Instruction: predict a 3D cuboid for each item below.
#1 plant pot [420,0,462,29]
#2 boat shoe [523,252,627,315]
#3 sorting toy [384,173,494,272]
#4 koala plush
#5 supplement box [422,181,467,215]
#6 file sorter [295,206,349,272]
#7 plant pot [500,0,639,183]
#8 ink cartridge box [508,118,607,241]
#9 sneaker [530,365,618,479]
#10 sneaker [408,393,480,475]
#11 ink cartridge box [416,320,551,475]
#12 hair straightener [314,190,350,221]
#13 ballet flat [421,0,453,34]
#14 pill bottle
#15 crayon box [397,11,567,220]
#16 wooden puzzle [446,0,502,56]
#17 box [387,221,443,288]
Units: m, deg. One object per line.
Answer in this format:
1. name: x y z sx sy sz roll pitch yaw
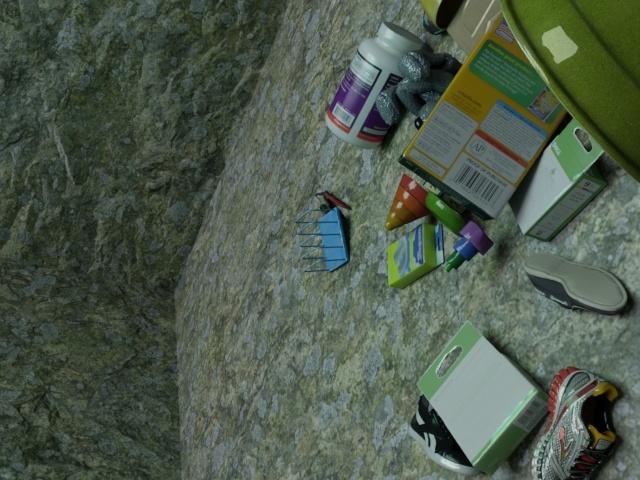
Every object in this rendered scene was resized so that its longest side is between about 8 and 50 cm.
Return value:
1. plant pot: 0.294 -0.596 1.557 0.095 0.134 0.134 45 125 24
2. boat shoe: 0.418 0.081 1.051 0.206 0.075 0.065 36 152 60
3. sorting toy: 0.231 -0.027 1.383 0.126 0.127 0.365 -46 27 5
4. koala plush: 0.275 -0.300 1.482 0.221 0.203 0.196 68 152 23
5. supplement box: 0.283 -0.108 1.400 0.056 0.083 0.083 -52 28 7
6. file sorter: 0.000 0.000 1.922 0.118 0.104 0.170 -36 61 56
7. plant pot: 0.482 -0.300 0.794 0.353 0.366 0.367 -42 38 35
8. ink cartridge box: 0.423 -0.108 1.118 0.209 0.062 0.109 -56 29 38
9. sneaker: 0.377 0.303 0.946 0.092 0.088 0.225 -2 75 65
10. sneaker: 0.242 0.354 1.236 0.217 0.079 0.121 20 95 68
11. ink cartridge box: 0.287 0.275 1.160 0.171 0.056 0.235 -54 26 10
12. hair straightener: 0.025 -0.101 2.045 0.230 0.047 0.089 40 114 59
13. ballet flat: 0.335 -0.669 1.642 0.096 0.095 0.281 24 109 57
14. pill bottle: 0.153 -0.429 1.782 0.323 0.181 0.182 -61 27 29
15. crayon box: 0.317 -0.224 1.171 0.323 0.203 0.083 -55 0 -1
16. wooden puzzle: 0.419 -0.534 1.379 0.348 0.080 0.322 -98 31 -52
17. box: 0.222 0.035 1.524 0.178 0.042 0.109 -42 40 54
